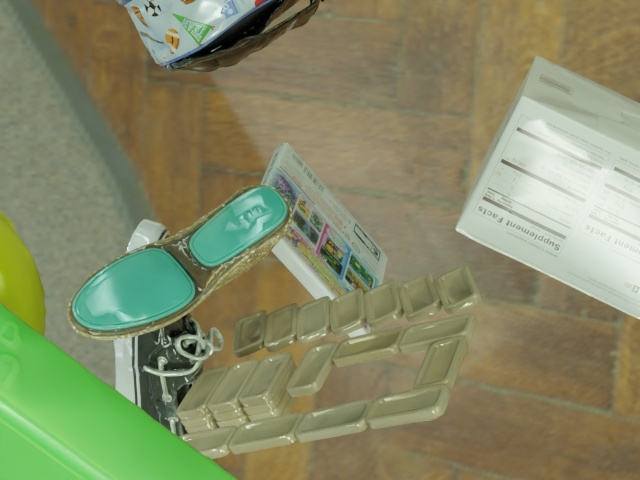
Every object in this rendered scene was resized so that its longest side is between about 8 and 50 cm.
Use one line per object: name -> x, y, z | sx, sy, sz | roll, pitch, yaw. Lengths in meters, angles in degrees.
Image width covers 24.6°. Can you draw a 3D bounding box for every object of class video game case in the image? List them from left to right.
video game case -> 0.000, 0.000, 1.352 | 0.019, 0.143, 0.157 | -33, 109, 26

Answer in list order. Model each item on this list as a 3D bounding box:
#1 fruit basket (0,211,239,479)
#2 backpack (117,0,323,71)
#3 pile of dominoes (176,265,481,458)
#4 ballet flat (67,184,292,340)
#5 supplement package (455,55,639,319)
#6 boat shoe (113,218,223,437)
fruit basket -> -0.214, 0.056, 0.660 | 0.283, 0.392, 0.392 | -37, 74, 44
backpack -> -0.103, -0.311, 1.660 | 0.263, 0.276, 0.213 | -41, 97, -11
pile of dominoes -> 0.011, 0.104, 1.118 | 0.251, 0.196, 0.040 | -14, 116, 29
ballet flat -> -0.110, 0.028, 1.187 | 0.073, 0.206, 0.067 | 55, 159, 16
supplement package -> 0.265, -0.060, 1.452 | 0.204, 0.262, 0.145 | 26, 108, 4
boat shoe -> -0.166, 0.120, 1.606 | 0.105, 0.113, 0.306 | 11, 117, 10
